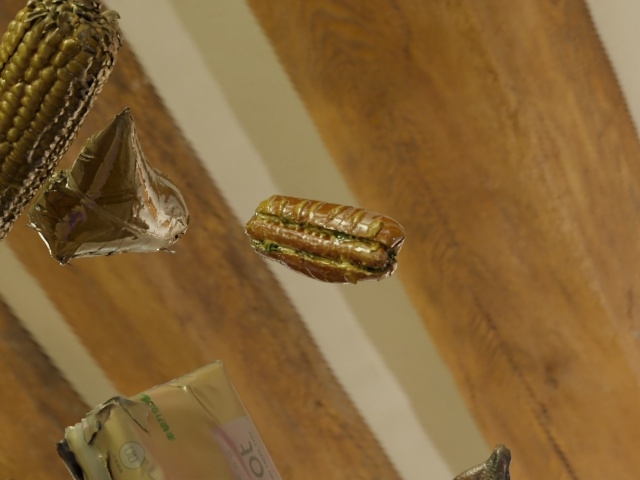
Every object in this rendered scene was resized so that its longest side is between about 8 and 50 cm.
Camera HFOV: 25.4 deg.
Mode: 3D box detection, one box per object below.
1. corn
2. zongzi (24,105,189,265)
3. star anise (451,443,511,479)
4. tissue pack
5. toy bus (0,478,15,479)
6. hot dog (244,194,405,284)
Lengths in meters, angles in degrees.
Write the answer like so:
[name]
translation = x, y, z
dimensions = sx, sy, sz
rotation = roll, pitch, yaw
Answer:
[corn]
translation = -0.297, -0.111, 1.401
dimensions = 0.115, 0.115, 0.318
rotation = 34, -71, -3
[zongzi]
translation = -0.198, -0.066, 1.535
dimensions = 0.099, 0.194, 0.197
rotation = 50, -61, 24
[star anise]
translation = 0.100, 0.295, 1.341
dimensions = 0.063, 0.172, 0.208
rotation = 42, -52, 19
[tissue pack]
translation = -0.117, 0.259, 1.348
dimensions = 0.123, 0.215, 0.257
rotation = -30, -97, 28
[toy bus]
translation = -0.348, 0.306, 1.281
dimensions = 0.256, 0.147, 0.128
rotation = -3, -47, 14
[hot dog]
translation = 0.000, 0.000, 2.036
dimensions = 0.269, 0.115, 0.072
rotation = 8, 4, 36
